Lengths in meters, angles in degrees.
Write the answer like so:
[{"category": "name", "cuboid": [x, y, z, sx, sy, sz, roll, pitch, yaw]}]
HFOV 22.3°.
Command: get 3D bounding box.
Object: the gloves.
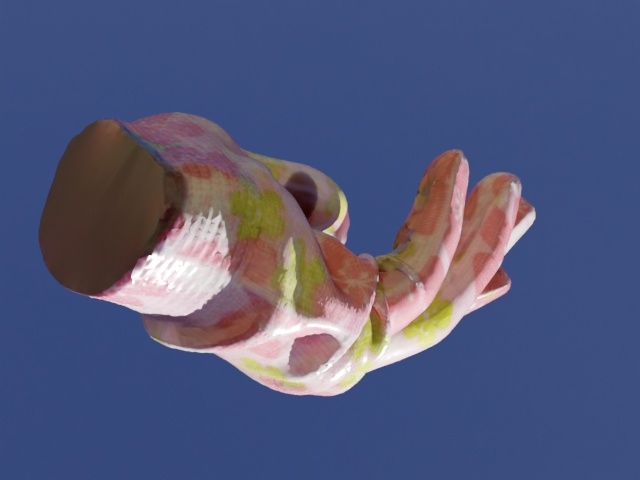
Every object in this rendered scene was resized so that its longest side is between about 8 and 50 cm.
[{"category": "gloves", "cuboid": [-0.002, 0.011, 0.725, 0.145, 0.241, 0.126, -6, -112, 47]}]
